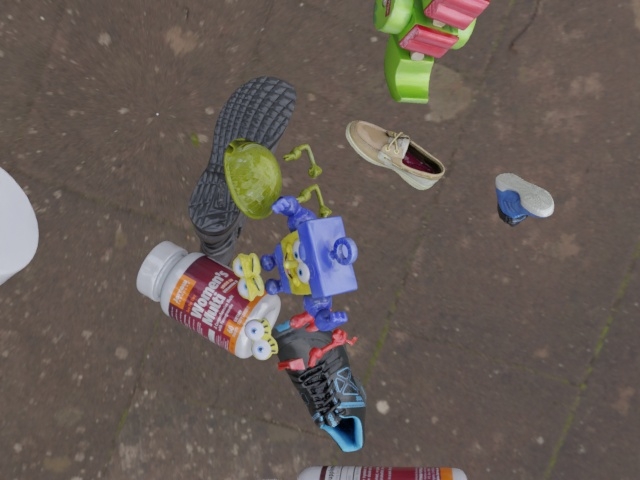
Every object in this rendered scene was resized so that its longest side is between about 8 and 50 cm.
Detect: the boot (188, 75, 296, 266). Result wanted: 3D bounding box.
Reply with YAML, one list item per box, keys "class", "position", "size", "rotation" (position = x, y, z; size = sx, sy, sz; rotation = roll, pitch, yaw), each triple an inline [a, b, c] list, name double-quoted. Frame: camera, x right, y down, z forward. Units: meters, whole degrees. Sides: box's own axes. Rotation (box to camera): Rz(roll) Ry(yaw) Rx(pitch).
- class: "boot"
  position: [-0.152, -0.123, 1.468]
  size: [0.118, 0.222, 0.338]
  rotation: [26, 70, 5]

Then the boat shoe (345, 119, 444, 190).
- class: "boat shoe"
  position: [0.095, -0.112, 0.981]
  size: [0.135, 0.045, 0.050]
  rotation: [27, 62, -19]

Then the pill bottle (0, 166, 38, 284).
- class: "pill bottle"
  position: [-0.320, 0.024, 0.594]
  size: [0.208, 0.119, 0.119]
  rotation: [-28, 105, 23]

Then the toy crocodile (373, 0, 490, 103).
- class: "toy crocodile"
  position: [0.155, -0.291, 0.896]
  size: [0.115, 0.340, 0.105]
  rotation: [9, 56, -21]

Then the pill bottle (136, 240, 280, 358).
- class: "pill bottle"
  position: [-0.187, 0.094, 1.322]
  size: [0.221, 0.121, 0.121]
  rotation: [28, 93, 14]

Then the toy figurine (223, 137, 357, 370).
- class: "toy figurine"
  position: [0.000, 0.000, 1.146]
  size: [0.191, 0.217, 0.362]
  rotation: [-8, 84, -31]

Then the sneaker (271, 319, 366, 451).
- class: "sneaker"
  position: [0.014, 0.283, 1.571]
  size: [0.125, 0.139, 0.341]
  rotation: [-24, 128, 13]

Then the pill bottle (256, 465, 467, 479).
- class: "pill bottle"
  position: [0.029, 0.205, 0.566]
  size: [0.152, 0.086, 0.086]
  rotation: [-2, 100, 6]

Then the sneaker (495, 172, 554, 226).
- class: "sneaker"
  position: [0.375, -0.058, 1.465]
  size: [0.058, 0.152, 0.084]
  rotation: [-21, 124, -18]
